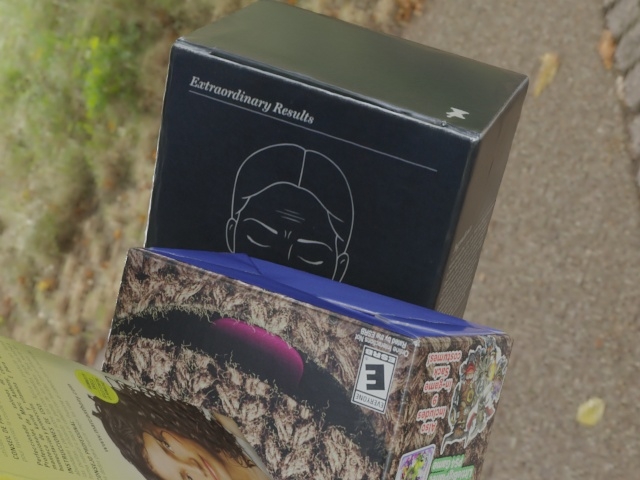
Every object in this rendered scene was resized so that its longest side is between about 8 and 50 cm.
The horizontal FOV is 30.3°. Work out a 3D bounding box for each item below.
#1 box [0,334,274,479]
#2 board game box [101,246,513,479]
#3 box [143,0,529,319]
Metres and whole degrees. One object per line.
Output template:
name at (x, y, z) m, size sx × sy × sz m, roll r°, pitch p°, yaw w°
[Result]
box at (-0.100, 0.082, 0.413) m, size 0.058 × 0.232 × 0.087 m, roll -50°, pitch 50°, yaw 9°
board game box at (-0.032, 0.172, 0.795) m, size 0.232 × 0.141 × 0.291 m, roll 15°, pitch 95°, yaw 32°
box at (0.000, 0.000, 1.180) m, size 0.212 × 0.293 × 0.395 m, roll -46°, pitch -28°, yaw -59°
